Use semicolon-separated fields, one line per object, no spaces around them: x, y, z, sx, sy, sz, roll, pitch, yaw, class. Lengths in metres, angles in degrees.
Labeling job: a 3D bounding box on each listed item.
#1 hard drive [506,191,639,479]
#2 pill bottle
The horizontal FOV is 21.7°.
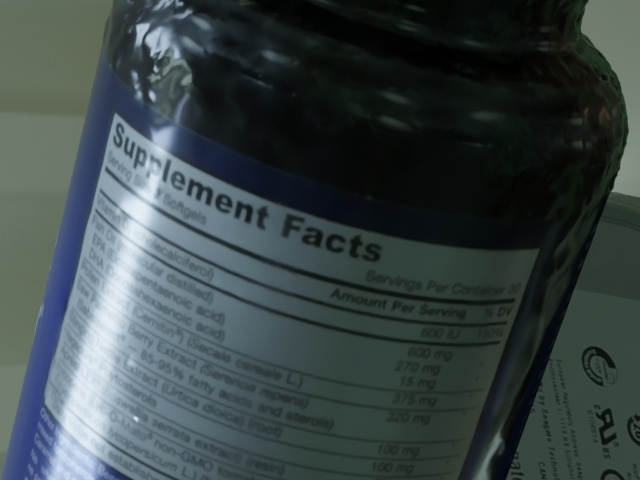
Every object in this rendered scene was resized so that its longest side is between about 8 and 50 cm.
0.151;0.099;0.639;0.339;0.064;0.237;11;-123;-30;hard drive
0.000;0.000;0.398;0.123;0.123;0.219;2;-65;-34;pill bottle
